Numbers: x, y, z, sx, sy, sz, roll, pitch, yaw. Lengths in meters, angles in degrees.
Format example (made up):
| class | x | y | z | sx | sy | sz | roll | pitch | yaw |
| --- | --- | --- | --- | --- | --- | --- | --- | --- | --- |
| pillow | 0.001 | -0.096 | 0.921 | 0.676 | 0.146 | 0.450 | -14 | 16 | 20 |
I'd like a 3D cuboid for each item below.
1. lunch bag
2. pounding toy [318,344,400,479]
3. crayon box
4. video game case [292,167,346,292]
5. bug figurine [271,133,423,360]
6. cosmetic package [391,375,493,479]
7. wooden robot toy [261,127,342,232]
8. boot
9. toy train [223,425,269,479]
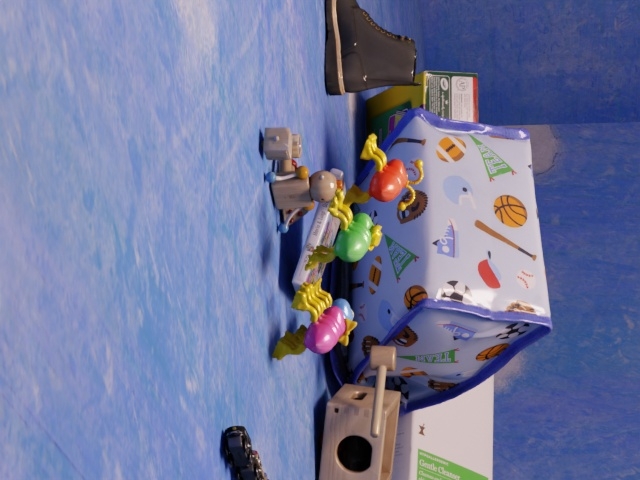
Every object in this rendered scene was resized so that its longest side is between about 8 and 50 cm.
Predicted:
| class | x | y | z | sx | sy | sz | roll | pitch | yaw |
| --- | --- | --- | --- | --- | --- | --- | --- | --- | --- |
| lunch bag | 0.136 | 0.050 | 1.960 | 0.385 | 0.238 | 0.328 | 129 | -32 | -55 |
| pounding toy | 0.047 | 0.236 | 1.816 | 0.181 | 0.094 | 0.206 | -26 | 122 | -76 |
| crayon box | 0.169 | -0.083 | 2.321 | 0.313 | 0.106 | 0.363 | 168 | -77 | -75 |
| video game case | 0.000 | 0.000 | 1.630 | 0.157 | 0.019 | 0.143 | 80 | 29 | -78 |
| bug figurine | 0.031 | 0.030 | 1.536 | 0.216 | 0.072 | 0.279 | -50 | 162 | -65 |
| cosmetic package | 0.157 | 0.285 | 2.137 | 0.197 | 0.155 | 0.366 | 26 | 57 | -36 |
| wooden robot toy | -0.015 | -0.073 | 1.516 | 0.173 | 0.079 | 0.076 | 79 | 13 | -53 |
| boot | 0.078 | -0.309 | 1.978 | 0.077 | 0.137 | 0.198 | 35 | 54 | -80 |
| toy train | -0.068 | 0.219 | 1.304 | 0.158 | 0.027 | 0.036 | 76 | 4 | -55 |
